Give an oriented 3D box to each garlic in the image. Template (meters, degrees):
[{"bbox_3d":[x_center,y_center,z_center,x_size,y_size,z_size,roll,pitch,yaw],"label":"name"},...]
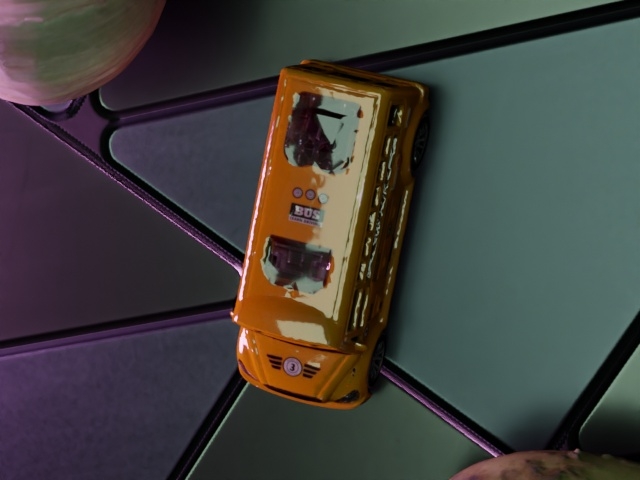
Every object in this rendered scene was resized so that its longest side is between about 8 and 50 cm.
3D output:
[{"bbox_3d":[-0.121,-0.193,1.074,0.212,0.218,0.218,-13,92,-10],"label":"garlic"}]

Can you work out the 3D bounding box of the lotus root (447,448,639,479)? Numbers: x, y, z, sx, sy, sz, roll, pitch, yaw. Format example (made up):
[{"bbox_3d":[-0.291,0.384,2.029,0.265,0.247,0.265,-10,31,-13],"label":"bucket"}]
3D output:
[{"bbox_3d":[0.180,0.214,1.016,0.309,0.173,0.173,16,101,17],"label":"lotus root"}]

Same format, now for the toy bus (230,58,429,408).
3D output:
[{"bbox_3d":[0.000,0.000,1.085,0.083,0.088,0.194,13,99,16],"label":"toy bus"}]
